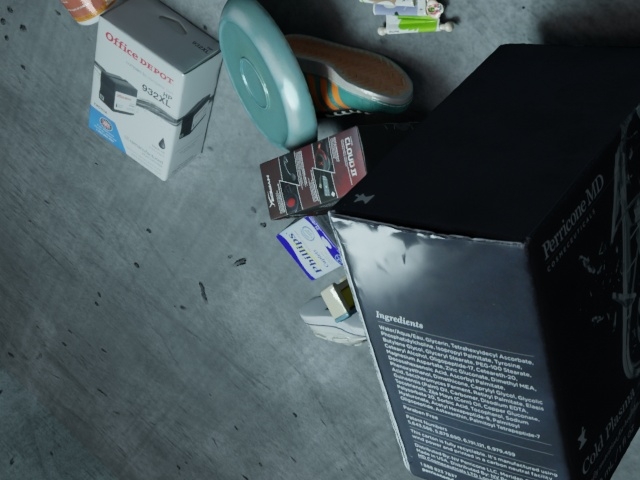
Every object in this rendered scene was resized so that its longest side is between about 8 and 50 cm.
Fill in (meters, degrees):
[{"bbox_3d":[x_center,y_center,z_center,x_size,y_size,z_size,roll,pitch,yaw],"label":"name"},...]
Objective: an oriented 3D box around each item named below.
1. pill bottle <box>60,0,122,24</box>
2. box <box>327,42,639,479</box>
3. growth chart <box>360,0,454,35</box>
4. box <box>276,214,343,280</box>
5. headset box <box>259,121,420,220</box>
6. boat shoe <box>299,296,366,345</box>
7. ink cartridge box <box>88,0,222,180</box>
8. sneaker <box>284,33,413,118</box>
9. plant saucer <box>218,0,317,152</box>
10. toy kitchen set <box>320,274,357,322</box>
[{"bbox_3d":[-0.484,-0.535,1.905,0.121,0.121,0.216,4,142,40],"label":"pill bottle"},{"bbox_3d":[0.304,0.041,1.378,0.297,0.480,0.472,9,131,39],"label":"box"},{"bbox_3d":[0.110,-0.436,1.576,0.172,0.021,0.237,0,122,43],"label":"growth chart"},{"bbox_3d":[0.000,0.000,2.011,0.126,0.072,0.137,52,142,-6],"label":"box"},{"bbox_3d":[0.072,-0.123,1.707,0.293,0.218,0.110,-16,84,47],"label":"headset box"},{"bbox_3d":[0.066,0.182,2.093,0.267,0.096,0.088,0,126,44],"label":"boat shoe"},{"bbox_3d":[-0.342,-0.310,2.006,0.223,0.129,0.307,36,140,12],"label":"ink cartridge box"},{"bbox_3d":[0.039,-0.266,1.726,0.302,0.108,0.121,28,139,34],"label":"sneaker"},{"bbox_3d":[-0.105,-0.289,1.772,0.317,0.043,0.317,53,162,26],"label":"plant saucer"},{"bbox_3d":[0.133,0.072,1.734,0.122,0.166,0.207,56,136,4],"label":"toy kitchen set"}]
